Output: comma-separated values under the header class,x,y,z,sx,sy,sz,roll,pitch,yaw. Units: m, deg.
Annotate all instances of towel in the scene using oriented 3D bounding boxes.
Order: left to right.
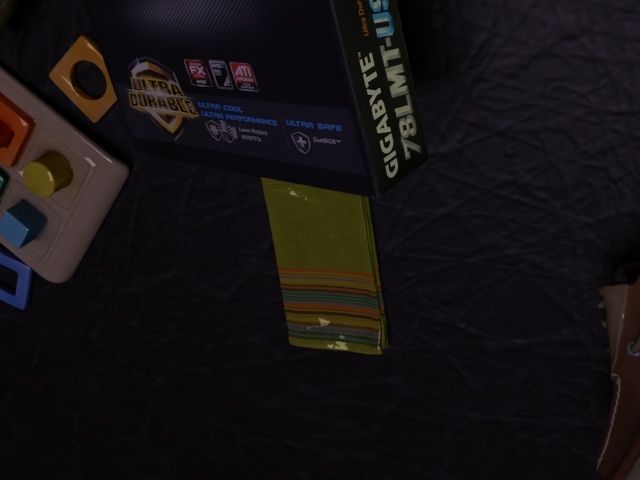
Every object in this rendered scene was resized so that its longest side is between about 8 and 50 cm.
class,x,y,z,sx,sy,sz,roll,pitch,yaw
towel,0.000,0.000,0.892,0.102,0.021,0.237,0,117,20

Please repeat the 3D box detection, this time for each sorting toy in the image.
class,x,y,z,sx,sy,sz,roll,pitch,yaw
sorting toy,-0.306,-0.064,0.958,0.196,0.047,0.348,36,124,-1

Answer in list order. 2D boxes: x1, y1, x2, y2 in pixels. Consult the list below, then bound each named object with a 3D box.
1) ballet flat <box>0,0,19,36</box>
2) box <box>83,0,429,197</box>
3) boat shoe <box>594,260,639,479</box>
class,x,y,z,sx,sy,sz,roll,pitch,yaw
ballet flat,-0.270,-0.313,0.774,0.123,0.123,0.349,8,119,17
box,-0.076,-0.191,0.711,0.295,0.073,0.293,15,131,42
boat shoe,0.289,0.059,0.770,0.120,0.122,0.324,39,127,35
